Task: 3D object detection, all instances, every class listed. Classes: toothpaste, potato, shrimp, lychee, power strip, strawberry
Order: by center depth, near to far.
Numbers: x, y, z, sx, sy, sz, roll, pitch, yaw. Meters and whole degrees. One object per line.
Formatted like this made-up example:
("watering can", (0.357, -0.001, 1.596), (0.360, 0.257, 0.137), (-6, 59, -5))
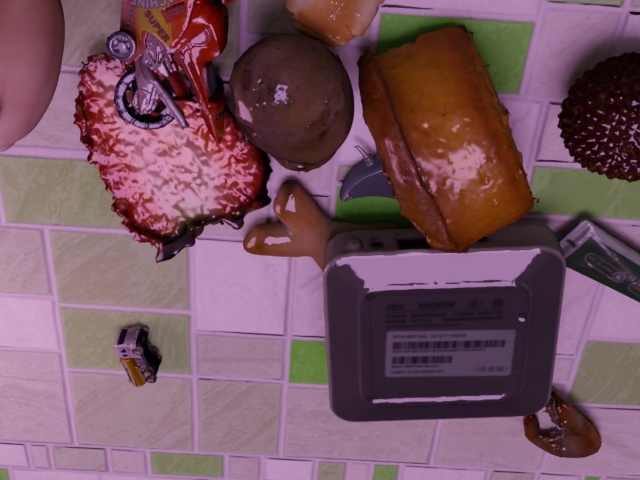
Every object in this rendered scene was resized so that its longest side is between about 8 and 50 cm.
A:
("potato", (-0.036, -0.180, 1.551), (0.164, 0.165, 0.262), (2, 169, 0))
("lychee", (0.408, -0.161, 1.570), (0.188, 0.188, 0.188), (1, 134, 1))
("strawberry", (-0.212, -0.145, 1.670), (0.233, 0.138, 0.306), (-26, 104, 1))
("power strip", (0.124, -0.076, 1.758), (0.216, 0.044, 0.137), (29, 128, -24))
("toothpaste", (0.537, 0.077, 1.883), (0.392, 0.061, 0.099), (28, 129, -19))
("shrimp", (0.429, 0.335, 2.150), (0.133, 0.053, 0.236), (-6, 141, 35))

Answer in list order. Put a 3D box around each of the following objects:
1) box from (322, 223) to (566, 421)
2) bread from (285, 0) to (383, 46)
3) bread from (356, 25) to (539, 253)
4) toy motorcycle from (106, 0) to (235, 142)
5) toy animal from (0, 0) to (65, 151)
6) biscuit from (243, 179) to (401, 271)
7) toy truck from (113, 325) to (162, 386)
("box", (0.190, 0.140, 1.858), (0.367, 0.090, 0.373), (-3, 130, 1))
("bread", (0.026, -0.330, 1.490), (0.119, 0.084, 0.177), (21, 132, -15))
("bread", (0.183, -0.109, 1.596), (0.194, 0.179, 0.340), (-24, 123, 6))
("toy motorcycle", (-0.183, -0.275, 1.513), (0.171, 0.089, 0.298), (6, 114, -3))
("toy animal", (-0.434, -0.282, 1.407), (0.246, 0.345, 0.277), (13, 167, -25))
("biscuit", (0.001, 0.000, 1.834), (0.207, 0.047, 0.164), (23, 131, -19))
("toy truck", (-0.318, 0.202, 2.035), (0.062, 0.052, 0.123), (-3, 135, 13))
